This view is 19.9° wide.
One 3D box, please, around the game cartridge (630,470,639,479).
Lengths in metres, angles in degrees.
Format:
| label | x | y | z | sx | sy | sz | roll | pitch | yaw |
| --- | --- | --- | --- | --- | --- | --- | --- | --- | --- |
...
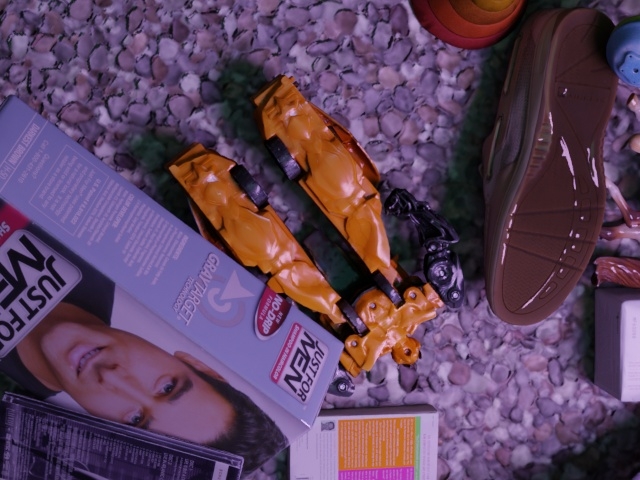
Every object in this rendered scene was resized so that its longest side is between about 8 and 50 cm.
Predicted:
| label | x | y | z | sx | sy | sz | roll | pitch | yaw |
| --- | --- | --- | --- | --- | --- | --- | --- | --- | --- |
| game cartridge | 0.408 | 0.260 | 1.679 | 0.355 | 0.230 | 0.068 | -38 | 147 | -33 |

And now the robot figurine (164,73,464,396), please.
| label | x | y | z | sx | sy | sz | roll | pitch | yaw |
| --- | --- | --- | --- | --- | --- | --- | --- | --- | --- |
| robot figurine | 0.000 | 0.000 | 1.699 | 0.211 | 0.085 | 0.291 | -38 | 101 | -4 |

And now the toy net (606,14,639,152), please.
| label | x | y | z | sx | sy | sz | roll | pitch | yaw |
| --- | --- | --- | --- | --- | --- | --- | --- | --- | --- |
| toy net | 0.343 | -0.101 | 1.676 | 0.122 | 0.045 | 0.232 | -8 | 121 | 28 |

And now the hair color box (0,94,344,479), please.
| label | x | y | z | sx | sy | sz | roll | pitch | yaw |
| --- | --- | --- | --- | --- | --- | --- | --- | --- | --- |
| hair color box | -0.187 | 0.063 | 1.614 | 0.374 | 0.114 | 0.185 | 37 | 132 | -13 |

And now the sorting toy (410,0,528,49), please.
| label | x | y | z | sx | sy | sz | roll | pitch | yaw |
| --- | --- | --- | --- | --- | --- | --- | --- | --- | --- |
| sorting toy | 0.211 | -0.344 | 1.674 | 0.127 | 0.126 | 0.366 | 28 | 92 | -12 |

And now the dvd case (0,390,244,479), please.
| label | x | y | z | sx | sy | sz | roll | pitch | yaw |
| --- | --- | --- | --- | --- | --- | --- | --- | --- | --- |
| dvd case | -0.188 | 0.223 | 1.654 | 0.221 | 0.018 | 0.164 | 16 | 132 | 3 |

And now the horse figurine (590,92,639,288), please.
| label | x | y | z | sx | sy | sz | roll | pitch | yaw |
| --- | --- | --- | --- | --- | --- | --- | --- | --- | --- |
| horse figurine | 0.349 | -0.056 | 1.766 | 0.174 | 0.066 | 0.263 | 28 | 86 | -11 |

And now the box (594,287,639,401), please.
| label | x | y | z | sx | sy | sz | roll | pitch | yaw |
| --- | --- | --- | --- | --- | --- | --- | --- | --- | --- |
| box | 0.325 | 0.100 | 1.770 | 0.101 | 0.087 | 0.102 | -1 | 98 | -10 |

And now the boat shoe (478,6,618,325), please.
| label | x | y | z | sx | sy | sz | roll | pitch | yaw |
| --- | --- | --- | --- | --- | --- | --- | --- | --- | --- |
| boat shoe | 0.204 | -0.071 | 1.724 | 0.109 | 0.098 | 0.302 | 8 | 94 | -29 |

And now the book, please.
| label | x | y | z | sx | sy | sz | roll | pitch | yaw |
| --- | --- | --- | --- | --- | --- | --- | --- | --- | --- |
| book | 0.040 | 0.211 | 1.761 | 0.144 | 0.035 | 0.096 | -1 | 100 | -10 |
